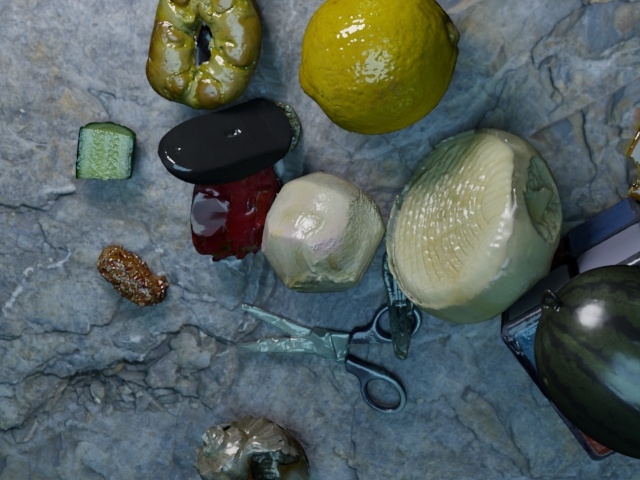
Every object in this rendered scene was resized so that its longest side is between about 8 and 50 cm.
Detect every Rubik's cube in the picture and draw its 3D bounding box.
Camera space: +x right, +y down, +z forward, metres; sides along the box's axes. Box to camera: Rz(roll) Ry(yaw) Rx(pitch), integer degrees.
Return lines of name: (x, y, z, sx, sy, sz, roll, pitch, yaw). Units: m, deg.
Rubik's cube: (0.541, 0.154, 1.834, 0.313, 0.316, 0.318, -33, 99, 20)

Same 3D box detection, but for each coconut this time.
coconut: (0.002, 0.000, 1.916, 0.227, 0.227, 0.230, 25, 75, 1)

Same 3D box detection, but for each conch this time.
conch: (-0.149, 0.458, 2.163, 0.210, 0.159, 0.291, -36, 138, 11)

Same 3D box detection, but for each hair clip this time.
hair clip: (0.160, 0.127, 2.027, 0.066, 0.036, 0.229, -3, 89, 7)

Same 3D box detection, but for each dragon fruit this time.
dragon fruit: (-0.180, -0.057, 1.992, 0.163, 0.189, 0.262, 25, 120, 34)

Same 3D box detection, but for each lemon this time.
lemon: (0.101, -0.323, 1.772, 0.293, 0.293, 0.293, 3, 110, 9)

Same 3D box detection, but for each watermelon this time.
watermelon: (0.481, 0.182, 1.538, 0.359, 0.279, 0.279, 31, 112, 1)

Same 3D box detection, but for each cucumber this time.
cucumber: (-0.431, -0.177, 2.030, 0.116, 0.062, 0.115, 9, 113, 0)

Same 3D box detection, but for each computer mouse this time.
computer mouse: (-0.182, -0.175, 1.897, 0.137, 0.269, 0.086, 58, 153, 21)

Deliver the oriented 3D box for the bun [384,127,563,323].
bun: (0.299, -0.016, 1.833, 0.202, 0.364, 0.364, 25, 116, -33)

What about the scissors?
scissors: (0.012, 0.214, 2.105, 0.383, 0.029, 0.256, 13, 108, 7)

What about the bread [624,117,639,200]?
bread: (0.611, -0.182, 1.822, 0.088, 0.049, 0.226, 22, 102, -1)

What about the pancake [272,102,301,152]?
pancake: (-0.086, -0.222, 1.973, 0.108, 0.017, 0.108, 2, 108, 6)

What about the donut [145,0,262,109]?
donut: (-0.211, -0.375, 1.882, 0.208, 0.128, 0.261, 20, 112, 2)

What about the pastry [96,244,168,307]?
pastry: (-0.403, 0.082, 2.117, 0.169, 0.063, 0.087, 37, 109, -3)
